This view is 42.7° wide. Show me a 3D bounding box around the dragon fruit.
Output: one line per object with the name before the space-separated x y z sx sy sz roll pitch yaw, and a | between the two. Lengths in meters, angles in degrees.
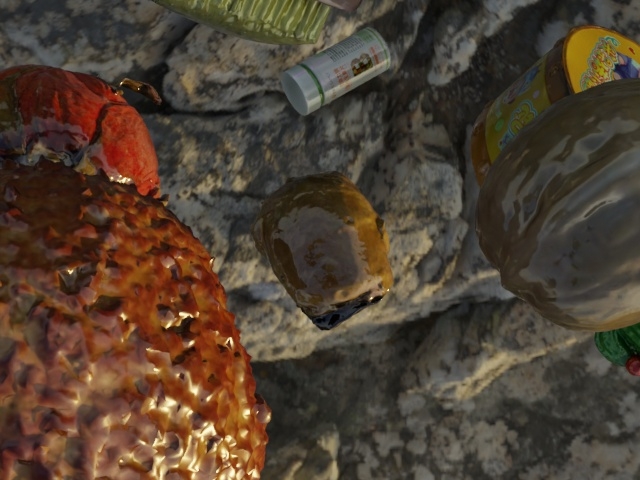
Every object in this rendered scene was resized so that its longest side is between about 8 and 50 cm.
dragon fruit | -0.248 -0.043 0.723 0.224 0.148 0.218 -4 104 -9

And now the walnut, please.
walnut | 0.175 -0.022 0.491 0.162 0.140 0.140 -33 109 -2

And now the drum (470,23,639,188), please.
drum | 0.459 -0.117 1.307 0.431 0.431 0.214 36 134 -11

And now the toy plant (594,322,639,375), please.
toy plant | 0.417 0.095 0.923 0.088 0.240 0.154 27 84 -34

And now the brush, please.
brush | -0.116 -0.167 0.423 0.313 0.072 0.067 14 120 -33

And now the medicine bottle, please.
medicine bottle | 0.029 -0.299 1.445 0.183 0.086 0.086 -32 111 -16

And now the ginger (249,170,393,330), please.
ginger | 0.003 -0.002 1.368 0.200 0.269 0.223 -33 104 -5

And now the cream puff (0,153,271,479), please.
cream puff | -0.191 0.104 0.517 0.351 0.229 0.350 4 78 -18
